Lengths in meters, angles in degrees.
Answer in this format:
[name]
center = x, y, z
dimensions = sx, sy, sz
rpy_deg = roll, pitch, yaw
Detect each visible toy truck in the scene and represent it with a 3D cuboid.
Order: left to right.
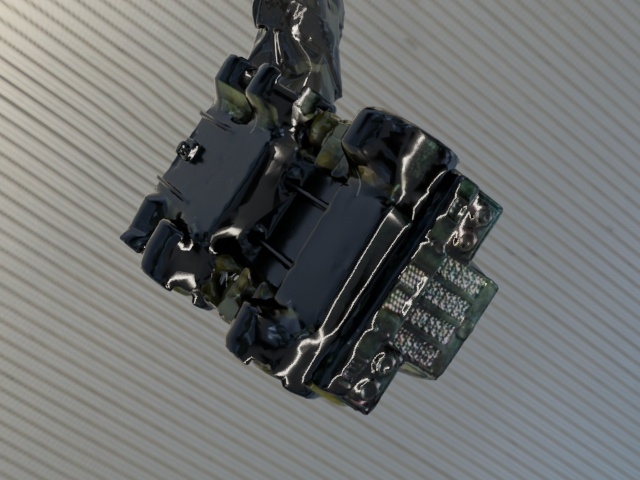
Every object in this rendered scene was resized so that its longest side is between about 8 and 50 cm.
[toy truck]
center = -0.003, -0.002, 0.532
dimensions = 0.127, 0.257, 0.127
rpy_deg = 34, 89, -25

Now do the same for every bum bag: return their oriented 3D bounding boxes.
[bum bag]
center = -0.027, -0.127, 0.957
dimensions = 0.095, 0.144, 0.340
rpy_deg = 4, 75, 16
